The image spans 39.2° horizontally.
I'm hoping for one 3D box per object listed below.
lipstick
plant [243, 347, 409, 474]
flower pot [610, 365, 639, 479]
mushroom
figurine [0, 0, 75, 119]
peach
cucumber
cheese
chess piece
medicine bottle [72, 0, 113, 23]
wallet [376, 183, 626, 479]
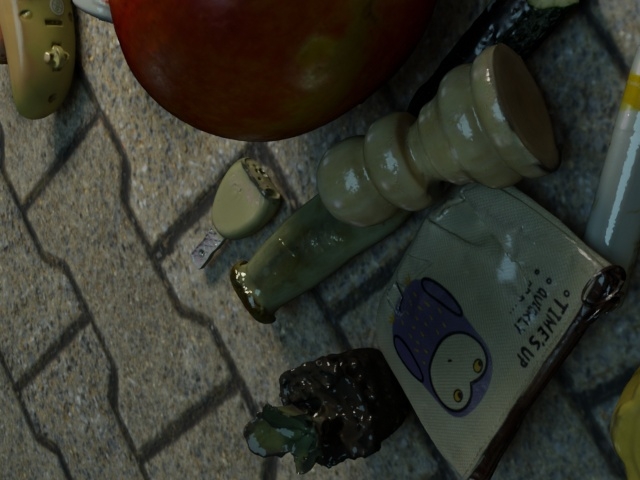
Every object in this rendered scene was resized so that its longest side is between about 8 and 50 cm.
[{"bbox_3d":[0.310,-0.060,0.902,0.059,0.059,0.263,22,110,35],"label":"lipstick"},{"bbox_3d":[0.012,0.206,1.088,0.142,0.203,0.131,-24,88,35],"label":"plant"},{"bbox_3d":[0.361,0.167,0.816,0.195,0.179,0.195,7,101,40],"label":"flower pot"},{"bbox_3d":[0.000,0.000,1.149,0.312,0.081,0.100,-39,75,31],"label":"mushroom"},{"bbox_3d":[-0.495,-0.360,1.468,0.222,0.124,0.324,1,101,39],"label":"figurine"},{"bbox_3d":[-0.060,-0.288,0.982,0.388,0.388,0.388,6,100,38],"label":"peach"},{"bbox_3d":[0.179,-0.199,0.981,0.241,0.074,0.074,-49,67,35],"label":"cucumber"},{"bbox_3d":[-0.132,-0.027,1.273,0.192,0.037,0.097,-48,66,32],"label":"cheese"},{"bbox_3d":[0.111,-0.089,0.961,0.261,0.143,0.142,-24,81,32],"label":"chess piece"},{"bbox_3d":[-0.254,-0.434,1.249,0.144,0.144,0.252,31,116,32],"label":"medicine bottle"},{"bbox_3d":[0.174,0.085,0.995,0.275,0.068,0.335,56,132,42],"label":"wallet"}]
